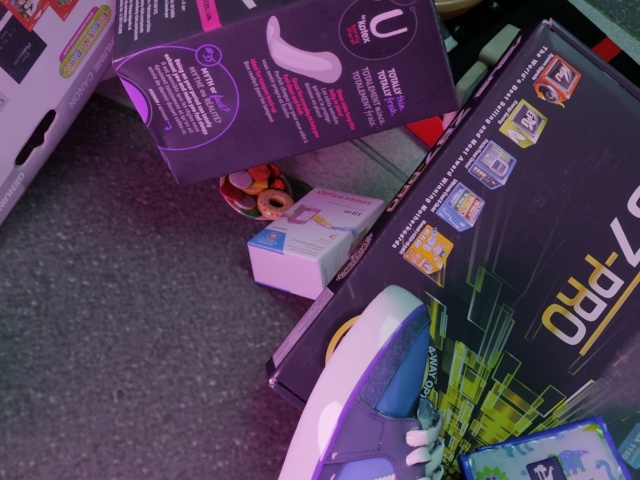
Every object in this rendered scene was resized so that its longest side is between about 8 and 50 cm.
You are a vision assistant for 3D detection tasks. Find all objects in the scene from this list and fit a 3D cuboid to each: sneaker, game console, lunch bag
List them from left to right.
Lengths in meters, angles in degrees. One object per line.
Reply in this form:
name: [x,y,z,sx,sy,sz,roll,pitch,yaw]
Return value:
sneaker: [0.085,0.222,0.802,0.236,0.322,0.130,25,6,15]
game console: [0.278,-0.179,1.365,0.342,0.060,0.386,46,50,8]
lunch bag: [0.191,0.230,0.860,0.129,0.096,0.151,-15,78,-4]

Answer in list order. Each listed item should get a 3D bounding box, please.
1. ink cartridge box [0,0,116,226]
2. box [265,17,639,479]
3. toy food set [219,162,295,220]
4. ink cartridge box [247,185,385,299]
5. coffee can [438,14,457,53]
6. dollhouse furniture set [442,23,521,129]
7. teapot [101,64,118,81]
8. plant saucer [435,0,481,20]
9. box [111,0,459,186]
ink cartridge box: [-0.334,-0.154,0.887,0.130,0.272,0.309,26,77,27]
box: [0.191,0.057,0.942,0.318,0.097,0.395,38,89,-7]
toy food set: [-0.068,-0.055,1.124,0.083,0.020,0.083,8,53,-20]
ink cartridge box: [0.000,0.000,1.068,0.088,0.052,0.122,14,38,33]
coffee can: [-0.008,-0.275,1.140,0.201,0.201,0.275,-38,99,-40]
dollhouse furniture set: [0.233,0.007,1.040,0.303,0.286,0.198,30,47,14]
teapot: [-0.262,-0.269,1.095,0.253,0.187,0.256,-27,90,-7]
plant saucer: [0.121,-0.328,1.365,0.200,0.037,0.200,0,37,0]
box: [-0.031,-0.181,0.954,0.270,0.165,0.143,-14,47,8]
